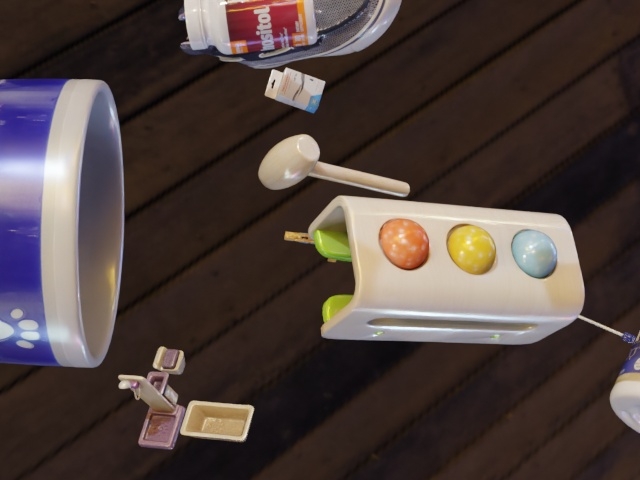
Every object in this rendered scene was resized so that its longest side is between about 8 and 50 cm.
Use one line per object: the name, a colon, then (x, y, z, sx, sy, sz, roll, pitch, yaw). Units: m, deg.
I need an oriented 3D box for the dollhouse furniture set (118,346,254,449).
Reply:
dollhouse furniture set: (-0.114, 0.126, 1.070, 0.081, 0.114, 0.091, 57, 42, -50)

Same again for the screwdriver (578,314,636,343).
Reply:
screwdriver: (0.379, 0.120, 1.607, 0.025, 0.170, 0.024, -51, 158, -54)

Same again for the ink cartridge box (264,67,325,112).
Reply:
ink cartridge box: (-0.040, -0.238, 1.935, 0.083, 0.028, 0.048, 18, 76, -9)

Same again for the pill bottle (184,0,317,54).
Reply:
pill bottle: (-0.083, -0.269, 1.480, 0.152, 0.086, 0.086, -7, 114, 1)

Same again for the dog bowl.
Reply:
dog bowl: (-0.251, -0.017, 1.138, 0.104, 0.265, 0.265, 2, 108, -1)

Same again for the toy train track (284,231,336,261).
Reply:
toy train track: (0.000, 0.000, 1.436, 0.014, 0.083, 0.048, 46, 52, -77)

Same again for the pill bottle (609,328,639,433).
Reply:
pill bottle: (0.347, 0.088, 1.118, 0.112, 0.112, 0.187, 48, 63, -38)

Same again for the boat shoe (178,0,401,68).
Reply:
boat shoe: (-0.053, -0.306, 1.671, 0.158, 0.340, 0.127, -1, 81, -40)

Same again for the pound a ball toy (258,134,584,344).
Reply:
pound a ball toy: (0.110, -0.010, 1.306, 0.319, 0.136, 0.208, 5, 63, -26)
